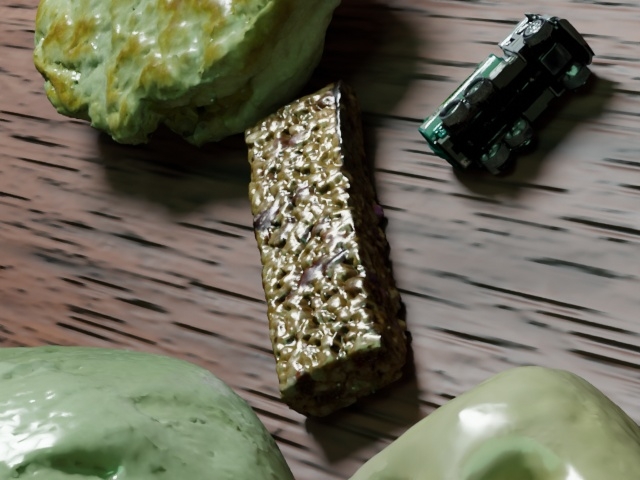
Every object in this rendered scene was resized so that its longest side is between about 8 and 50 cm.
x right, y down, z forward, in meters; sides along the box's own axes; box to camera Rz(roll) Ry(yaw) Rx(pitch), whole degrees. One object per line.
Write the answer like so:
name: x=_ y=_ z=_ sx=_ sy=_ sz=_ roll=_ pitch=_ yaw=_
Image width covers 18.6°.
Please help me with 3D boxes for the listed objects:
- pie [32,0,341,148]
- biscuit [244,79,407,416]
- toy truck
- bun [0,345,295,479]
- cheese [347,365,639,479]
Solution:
pie: x=-0.069 y=-0.140 z=1.083 sx=0.201 sy=0.090 sz=0.248 roll=-54 pitch=35 yaw=5
biscuit: x=0.000 y=0.000 z=0.923 sx=0.064 sy=0.034 sz=0.199 roll=-30 pitch=38 yaw=19
toy truck: x=0.085 y=-0.069 z=0.907 sx=0.083 sy=0.039 sz=0.044 roll=-46 pitch=22 yaw=0
bun: x=-0.152 y=0.152 z=0.793 sx=0.293 sy=0.187 sz=0.293 roll=-28 pitch=38 yaw=25
cheese: x=0.078 y=0.161 z=0.632 sx=0.159 sy=0.093 sz=0.263 roll=-38 pitch=42 yaw=7
